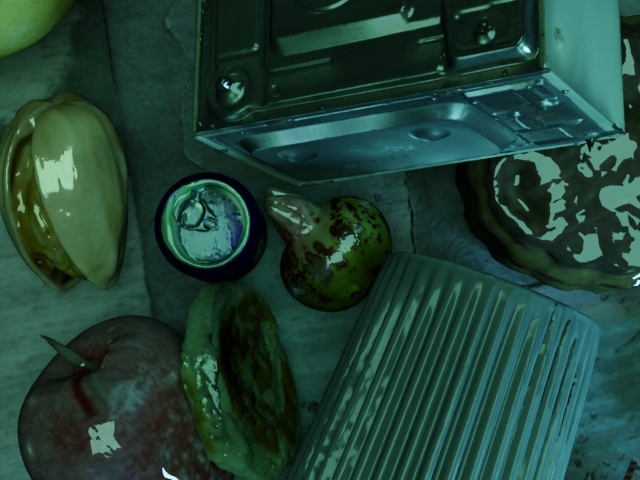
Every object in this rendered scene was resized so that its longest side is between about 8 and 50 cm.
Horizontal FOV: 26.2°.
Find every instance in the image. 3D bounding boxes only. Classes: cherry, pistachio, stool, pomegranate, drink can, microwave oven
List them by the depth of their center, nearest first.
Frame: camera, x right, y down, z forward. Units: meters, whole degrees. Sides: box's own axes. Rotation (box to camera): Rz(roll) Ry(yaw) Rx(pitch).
[{"bbox_3d":[0.082,-0.250,1.413,0.394,0.247,0.333,-8,71,30],"label":"microwave oven"},{"bbox_3d":[0.136,0.207,1.484,0.297,0.297,0.330,21,84,1],"label":"stool"},{"bbox_3d":[-0.217,0.197,1.504,0.285,0.213,0.236,49,54,-26],"label":"cherry"},{"bbox_3d":[-0.119,-0.011,1.524,0.118,0.205,0.118,0,87,-1],"label":"drink can"},{"bbox_3d":[0.005,0.007,1.550,0.138,0.125,0.163,-47,131,13],"label":"pomegranate"},{"bbox_3d":[-0.287,-0.054,1.564,0.157,0.157,0.229,-9,94,0],"label":"pistachio"}]

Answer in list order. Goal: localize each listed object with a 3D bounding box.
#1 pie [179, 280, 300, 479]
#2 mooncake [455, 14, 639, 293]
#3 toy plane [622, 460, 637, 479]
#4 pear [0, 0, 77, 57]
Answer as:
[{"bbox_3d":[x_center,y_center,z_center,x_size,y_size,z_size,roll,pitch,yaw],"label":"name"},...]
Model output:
[{"bbox_3d":[-0.084,0.155,1.506,0.054,0.240,0.240,-16,88,19],"label":"pie"},{"bbox_3d":[0.312,-0.099,1.540,0.324,0.187,0.324,0,90,0],"label":"mooncake"},{"bbox_3d":[0.391,0.308,1.570,0.194,0.126,0.077,-24,127,3],"label":"toy plane"},{"bbox_3d":[-0.405,-0.351,1.477,0.348,0.348,0.348,0,88,0],"label":"pear"}]
